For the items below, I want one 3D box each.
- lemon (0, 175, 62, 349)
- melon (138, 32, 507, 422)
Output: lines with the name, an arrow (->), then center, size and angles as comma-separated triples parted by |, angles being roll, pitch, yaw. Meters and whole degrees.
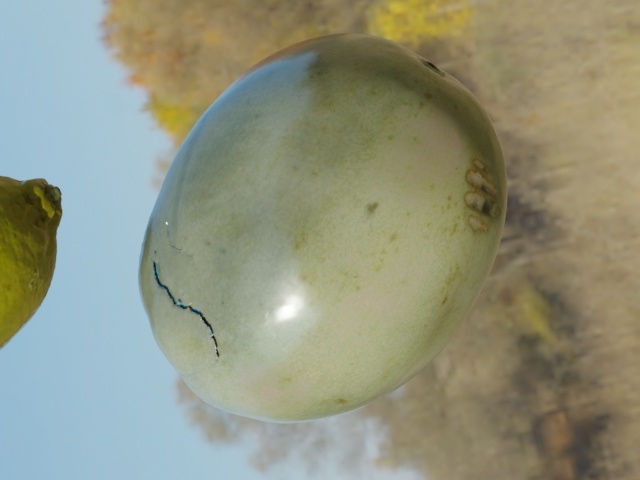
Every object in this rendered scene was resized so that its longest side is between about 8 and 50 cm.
lemon -> -0.350, 0.026, 1.529 | 0.184, 0.248, 0.184 | 44, 176, 4
melon -> 0.000, 0.000, 1.261 | 0.330, 0.268, 0.268 | -58, 8, 14
